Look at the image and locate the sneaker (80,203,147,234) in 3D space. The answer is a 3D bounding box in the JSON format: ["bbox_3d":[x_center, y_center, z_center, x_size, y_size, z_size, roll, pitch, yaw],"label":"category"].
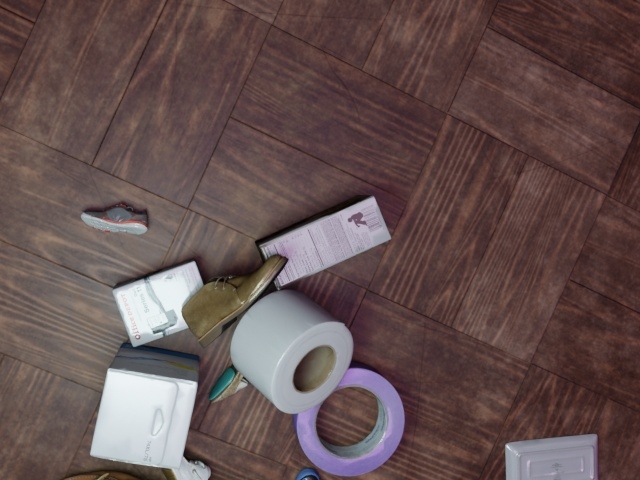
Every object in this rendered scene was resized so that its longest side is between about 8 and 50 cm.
[{"bbox_3d":[-0.491,-0.057,1.733,0.158,0.061,0.065,10,65,-11],"label":"sneaker"}]

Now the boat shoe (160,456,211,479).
[{"bbox_3d":[-0.317,0.587,1.782,0.096,0.098,0.277,-31,97,-29],"label":"boat shoe"}]

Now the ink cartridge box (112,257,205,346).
[{"bbox_3d":[-0.376,0.148,1.739,0.208,0.087,0.153,-20,97,-7],"label":"ink cartridge box"}]

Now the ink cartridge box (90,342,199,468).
[{"bbox_3d":[-0.393,0.371,1.658,0.197,0.270,0.198,12,91,-10],"label":"ink cartridge box"}]

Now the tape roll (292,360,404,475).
[{"bbox_3d":[0.070,0.449,1.831,0.274,0.090,0.275,0,93,-9],"label":"tape roll"}]

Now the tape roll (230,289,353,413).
[{"bbox_3d":[-0.066,0.260,1.699,0.246,0.169,0.246,-23,129,-32],"label":"tape roll"}]

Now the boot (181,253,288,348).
[{"bbox_3d":[-0.200,0.115,1.632,0.305,0.112,0.115,-41,87,21],"label":"boot"}]

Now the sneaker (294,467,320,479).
[{"bbox_3d":[-0.047,0.701,1.826,0.081,0.090,0.232,14,92,-10],"label":"sneaker"}]

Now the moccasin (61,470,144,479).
[{"bbox_3d":[-0.463,0.627,1.680,0.380,0.147,0.139,11,80,18],"label":"moccasin"}]

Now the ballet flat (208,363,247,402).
[{"bbox_3d":[-0.197,0.326,1.792,0.067,0.073,0.206,34,92,-24],"label":"ballet flat"}]

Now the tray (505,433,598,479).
[{"bbox_3d":[0.636,0.612,1.963,0.270,0.030,0.145,-3,95,-9],"label":"tray"}]

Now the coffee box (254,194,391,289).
[{"bbox_3d":[0.000,0.000,1.751,0.297,0.168,0.119,-24,97,-6],"label":"coffee box"}]
